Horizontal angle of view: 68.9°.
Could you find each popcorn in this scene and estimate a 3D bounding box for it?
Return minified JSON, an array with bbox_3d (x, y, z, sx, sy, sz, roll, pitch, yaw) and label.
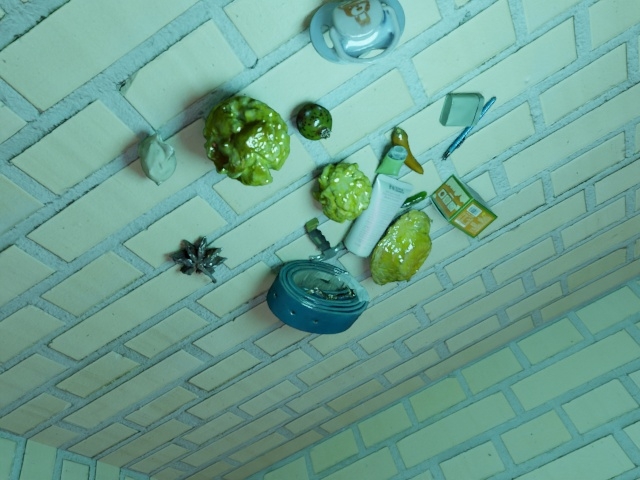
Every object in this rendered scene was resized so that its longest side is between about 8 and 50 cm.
[{"bbox_3d":[-0.231,-0.307,1.427,0.282,0.282,0.247,-48,164,24],"label":"popcorn"},{"bbox_3d":[0.073,-0.180,1.706,0.180,0.216,0.235,-30,134,-29],"label":"popcorn"}]

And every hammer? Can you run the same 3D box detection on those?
[{"bbox_3d":[0.000,0.000,1.942,0.158,0.041,0.227,-29,135,5],"label":"hammer"}]

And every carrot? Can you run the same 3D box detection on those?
[{"bbox_3d":[0.325,-0.321,1.758,0.062,0.066,0.271,8,151,35],"label":"carrot"}]

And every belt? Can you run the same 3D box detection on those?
[{"bbox_3d":[-0.006,0.233,1.974,0.436,0.300,0.173,13,127,-33],"label":"belt"}]

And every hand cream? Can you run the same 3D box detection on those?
[{"bbox_3d":[0.221,-0.097,1.900,0.185,0.118,0.359,16,117,-29],"label":"hand cream"},{"bbox_3d":[0.267,-0.290,1.731,0.095,0.046,0.175,6,158,-7],"label":"hand cream"}]

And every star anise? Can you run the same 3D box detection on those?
[{"bbox_3d":[-0.464,0.086,1.820,0.209,0.089,0.231,-36,122,25],"label":"star anise"}]

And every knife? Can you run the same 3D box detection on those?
[{"bbox_3d":[0.560,-0.415,1.766,0.297,0.026,0.044,-52,159,27],"label":"knife"}]

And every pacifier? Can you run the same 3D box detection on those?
[{"bbox_3d":[0.111,-0.593,1.370,0.278,0.228,0.207,-21,175,0],"label":"pacifier"}]

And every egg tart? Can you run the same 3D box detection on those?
[{"bbox_3d":[0.366,0.061,2.005,0.351,0.153,0.340,-40,145,-13],"label":"egg tart"}]

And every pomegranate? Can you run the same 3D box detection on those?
[{"bbox_3d":[-0.015,-0.386,1.523,0.130,0.130,0.130,-10,134,-11],"label":"pomegranate"}]

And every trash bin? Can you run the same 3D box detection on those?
[{"bbox_3d":[0.510,-0.469,1.682,0.129,0.059,0.116,-5,130,-15],"label":"trash bin"}]

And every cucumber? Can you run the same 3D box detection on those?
[{"bbox_3d":[0.373,-0.161,1.933,0.154,0.037,0.037,-23,135,2],"label":"cucumber"}]

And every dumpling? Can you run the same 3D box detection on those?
[{"bbox_3d":[-0.515,-0.260,1.466,0.118,0.136,0.199,-27,171,-46],"label":"dumpling"}]

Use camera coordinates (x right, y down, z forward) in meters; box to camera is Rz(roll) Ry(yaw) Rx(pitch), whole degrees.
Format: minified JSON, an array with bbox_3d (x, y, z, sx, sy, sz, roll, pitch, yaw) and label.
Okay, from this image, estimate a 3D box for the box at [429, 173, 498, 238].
[{"bbox_3d":[0.588,-0.137,1.933,0.194,0.178,0.148,25,118,-36],"label":"box"}]
